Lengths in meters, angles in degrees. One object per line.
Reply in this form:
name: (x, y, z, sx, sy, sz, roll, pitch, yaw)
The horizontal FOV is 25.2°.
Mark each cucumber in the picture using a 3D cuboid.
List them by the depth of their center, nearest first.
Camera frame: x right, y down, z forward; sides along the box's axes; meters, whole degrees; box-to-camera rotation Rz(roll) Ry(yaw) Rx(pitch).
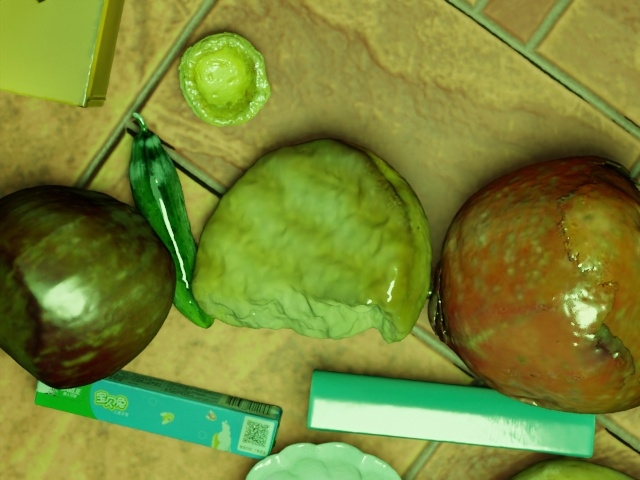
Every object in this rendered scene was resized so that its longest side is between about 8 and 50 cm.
cucumber: (-0.170, -0.020, 1.569, 0.056, 0.056, 0.250, -15, 95, 3)

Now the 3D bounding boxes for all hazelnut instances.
hazelnut: (-0.267, 0.035, 1.492, 0.234, 0.218, 0.218, 41, 96, 23)

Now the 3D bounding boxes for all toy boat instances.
toy boat: (0.037, 0.337, 1.567, 0.290, 0.100, 0.199, 43, 96, -1)

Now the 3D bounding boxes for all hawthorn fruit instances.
hawthorn fruit: (0.222, 0.048, 1.468, 0.308, 0.276, 0.276, -3, 95, 28)

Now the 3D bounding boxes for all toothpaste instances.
toothpaste: (-0.177, 0.183, 1.580, 0.267, 0.065, 0.050, 13, 100, 1)

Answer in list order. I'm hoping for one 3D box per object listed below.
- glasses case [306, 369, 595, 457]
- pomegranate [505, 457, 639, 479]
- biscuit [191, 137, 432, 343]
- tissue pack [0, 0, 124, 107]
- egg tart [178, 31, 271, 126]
glasses case: (0.138, 0.186, 1.545, 0.301, 0.117, 0.070, 4, 84, 1)
pomegranate: (0.272, 0.340, 1.493, 0.248, 0.248, 0.248, 0, 95, 2)
biscuit: (0.001, 0.000, 1.501, 0.274, 0.091, 0.213, 9, 79, 38)
tissue pack: (-0.302, -0.291, 1.505, 0.194, 0.145, 0.274, 13, 95, -1)
egg tart: (-0.104, -0.174, 1.558, 0.105, 0.039, 0.105, 0, 95, 2)
